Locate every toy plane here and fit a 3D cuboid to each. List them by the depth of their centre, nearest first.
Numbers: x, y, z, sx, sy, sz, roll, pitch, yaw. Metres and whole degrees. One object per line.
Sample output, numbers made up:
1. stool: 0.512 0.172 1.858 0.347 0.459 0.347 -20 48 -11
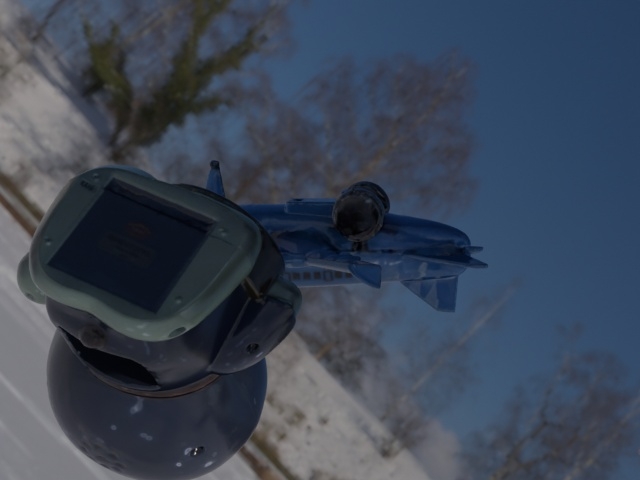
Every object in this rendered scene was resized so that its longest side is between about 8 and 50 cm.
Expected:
1. toy plane: 0.000 0.000 1.009 0.271 0.105 0.254 11 7 5

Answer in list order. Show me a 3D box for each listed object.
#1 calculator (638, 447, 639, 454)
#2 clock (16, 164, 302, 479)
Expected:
1. calculator: 0.239 0.009 0.432 0.043 0.294 0.194 51 -52 26
2. clock: -0.115 0.063 0.819 0.199 0.146 0.243 19 -34 12
